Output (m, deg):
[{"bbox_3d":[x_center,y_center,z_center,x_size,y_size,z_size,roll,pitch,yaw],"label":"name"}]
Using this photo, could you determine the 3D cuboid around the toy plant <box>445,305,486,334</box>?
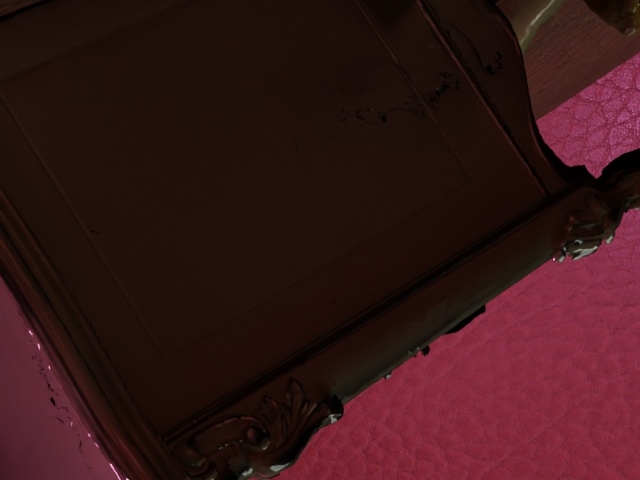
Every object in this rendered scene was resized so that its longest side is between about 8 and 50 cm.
[{"bbox_3d":[-0.008,0.024,1.470,0.332,0.247,0.247,-22,-176,41],"label":"toy plant"}]

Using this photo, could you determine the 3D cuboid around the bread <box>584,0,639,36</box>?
[{"bbox_3d":[0.256,-0.238,1.046,0.147,0.127,0.152,-28,157,-49],"label":"bread"}]

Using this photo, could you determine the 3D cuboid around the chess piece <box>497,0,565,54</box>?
[{"bbox_3d":[0.150,-0.170,1.245,0.200,0.090,0.090,-45,173,13],"label":"chess piece"}]

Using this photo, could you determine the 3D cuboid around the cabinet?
[{"bbox_3d":[-0.051,0.005,0.717,0.318,0.227,0.290,-30,174,-32],"label":"cabinet"}]
